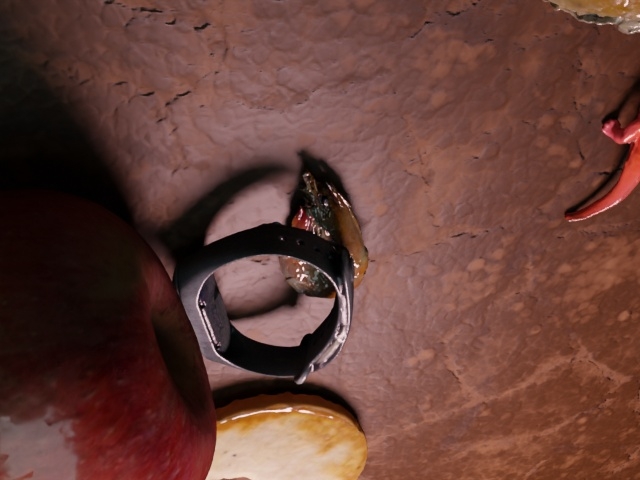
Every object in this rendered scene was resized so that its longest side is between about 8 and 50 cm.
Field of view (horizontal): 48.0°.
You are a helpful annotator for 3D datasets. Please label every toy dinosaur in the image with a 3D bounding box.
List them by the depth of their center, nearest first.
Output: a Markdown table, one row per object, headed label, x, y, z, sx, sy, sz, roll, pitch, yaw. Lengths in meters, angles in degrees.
| label | x | y | z | sx | sy | sz | roll | pitch | yaw |
| --- | --- | --- | --- | --- | --- | --- | --- | --- | --- |
| toy dinosaur | 0.356 | -0.091 | 0.742 | 0.070 | 0.139 | 0.286 | 6 | 128 | -19 |

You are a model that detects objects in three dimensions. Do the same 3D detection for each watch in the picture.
| label | x | y | z | sx | sy | sz | roll | pitch | yaw |
| --- | --- | --- | --- | --- | --- | --- | --- | --- | --- |
| watch | -0.053 | 0.075 | 0.793 | 0.193 | 0.068 | 0.206 | -3 | 131 | 9 |

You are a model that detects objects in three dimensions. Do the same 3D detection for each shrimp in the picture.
| label | x | y | z | sx | sy | sz | roll | pitch | yaw |
| --- | --- | --- | --- | --- | --- | --- | --- | --- | --- |
| shrimp | 0.000 | 0.000 | 0.789 | 0.101 | 0.042 | 0.190 | -8 | 133 | 2 |

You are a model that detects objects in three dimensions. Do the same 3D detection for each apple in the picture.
| label | x | y | z | sx | sy | sz | roll | pitch | yaw |
| --- | --- | --- | --- | --- | --- | --- | --- | --- | --- |
| apple | -0.256 | 0.127 | 0.645 | 0.270 | 0.344 | 0.344 | -19 | 132 | -1 |

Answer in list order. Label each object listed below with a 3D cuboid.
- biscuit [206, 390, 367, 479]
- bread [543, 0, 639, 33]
| label | x | y | z | sx | sy | sz | roll | pitch | yaw |
| --- | --- | --- | --- | --- | --- | --- | --- | --- | --- |
| biscuit | -0.060 | 0.286 | 1.015 | 0.309 | 0.040 | 0.204 | 15 | 124 | -27 |
| bread | 0.273 | -0.268 | 0.545 | 0.196 | 0.176 | 0.246 | -4 | 130 | -9 |
